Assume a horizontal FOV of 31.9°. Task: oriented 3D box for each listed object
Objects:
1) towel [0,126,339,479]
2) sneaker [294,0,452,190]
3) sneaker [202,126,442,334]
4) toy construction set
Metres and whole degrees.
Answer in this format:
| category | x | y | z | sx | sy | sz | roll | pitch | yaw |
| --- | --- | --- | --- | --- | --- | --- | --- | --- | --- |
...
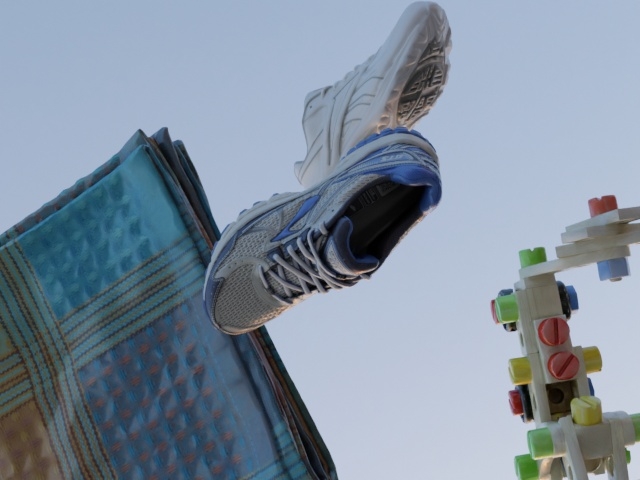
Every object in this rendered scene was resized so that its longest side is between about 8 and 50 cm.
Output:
| category | x | y | z | sx | sy | sz | roll | pitch | yaw |
| --- | --- | --- | --- | --- | --- | --- | --- | --- | --- |
| towel | -0.191 | 0.133 | 0.734 | 0.370 | 0.271 | 0.040 | -32 | -17 | 17 |
| sneaker | 0.036 | -0.129 | 1.051 | 0.090 | 0.115 | 0.232 | -4 | -54 | -55 |
| sneaker | 0.000 | 0.000 | 0.518 | 0.135 | 0.058 | 0.052 | -39 | -65 | 7 |
| toy construction set | 0.256 | 0.118 | 1.141 | 0.151 | 0.215 | 0.327 | 5 | -97 | 1 |
